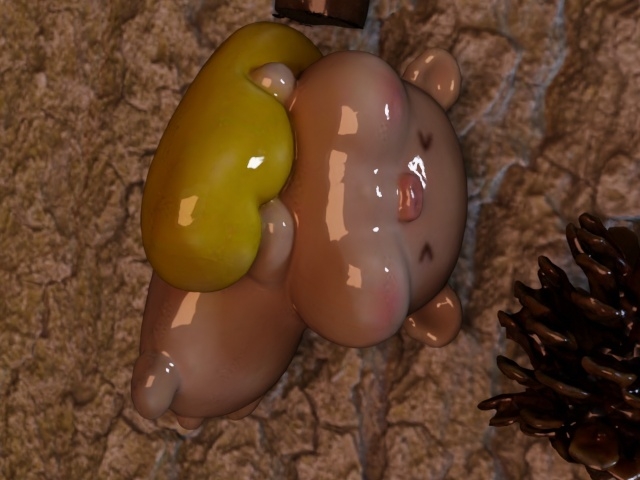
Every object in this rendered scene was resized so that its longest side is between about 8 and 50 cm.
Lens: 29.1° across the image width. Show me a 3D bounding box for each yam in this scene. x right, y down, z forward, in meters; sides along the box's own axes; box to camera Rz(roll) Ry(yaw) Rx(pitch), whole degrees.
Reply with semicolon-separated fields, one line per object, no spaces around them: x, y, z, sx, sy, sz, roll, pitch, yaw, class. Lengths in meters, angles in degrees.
0.012;-0.239;1.012;0.084;0.084;0.127;16;94;20;yam

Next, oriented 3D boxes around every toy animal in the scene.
-0.004;0.005;0.941;0.246;0.277;0.345;15;95;6;toy animal

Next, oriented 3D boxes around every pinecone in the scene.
0.222;0.069;0.896;0.185;0.168;0.212;16;81;10;pinecone
